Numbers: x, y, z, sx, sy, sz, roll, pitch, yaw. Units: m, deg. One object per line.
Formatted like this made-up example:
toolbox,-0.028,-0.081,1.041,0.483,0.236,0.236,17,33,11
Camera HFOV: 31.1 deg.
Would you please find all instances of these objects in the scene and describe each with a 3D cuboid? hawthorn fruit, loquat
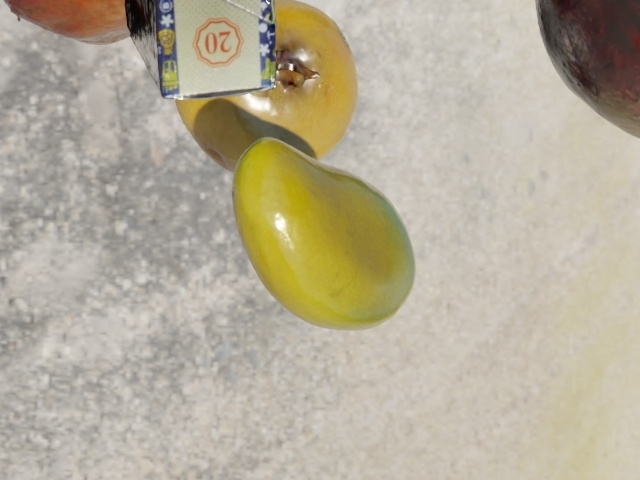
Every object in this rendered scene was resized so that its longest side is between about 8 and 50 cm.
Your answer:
hawthorn fruit,-0.175,-0.262,1.004,0.181,0.235,0.181,0,90,-59
loquat,-0.061,-0.172,1.296,0.208,0.208,0.208,3,87,-58

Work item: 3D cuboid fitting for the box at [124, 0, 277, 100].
box,-0.093,-0.273,0.796,0.084,0.198,0.310,-7,114,-14

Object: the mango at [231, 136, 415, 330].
mango,0.001,0.004,0.861,0.191,0.085,0.122,21,69,-45

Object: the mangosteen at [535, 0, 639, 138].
mangosteen,0.208,-0.183,0.646,0.261,0.235,0.235,47,44,-10
